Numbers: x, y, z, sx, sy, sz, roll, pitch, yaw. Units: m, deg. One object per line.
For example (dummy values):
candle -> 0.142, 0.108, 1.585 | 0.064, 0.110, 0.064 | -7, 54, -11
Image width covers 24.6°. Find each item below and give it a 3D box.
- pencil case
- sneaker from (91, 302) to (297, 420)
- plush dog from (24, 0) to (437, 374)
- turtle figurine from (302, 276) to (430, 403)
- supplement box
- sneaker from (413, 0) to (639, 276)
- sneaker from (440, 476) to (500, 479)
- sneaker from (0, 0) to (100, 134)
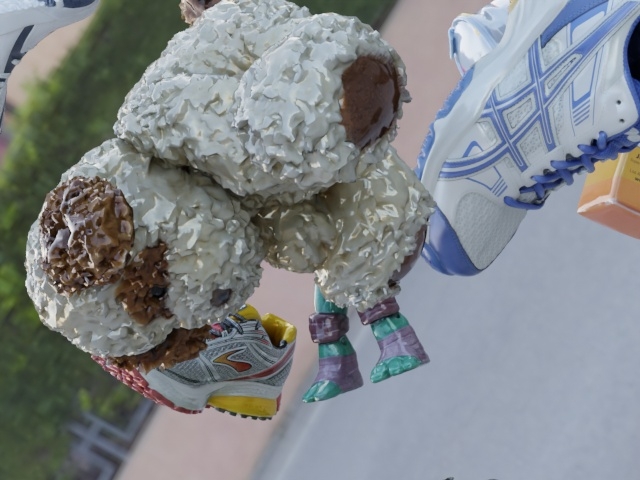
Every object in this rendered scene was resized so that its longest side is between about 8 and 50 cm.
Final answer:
pencil case -> 0.278, -0.254, 1.635 | 0.273, 0.124, 0.113 | -30, -25, -16
sneaker -> -0.100, 0.087, 1.202 | 0.225, 0.088, 0.093 | 13, -79, -58
plush dog -> -0.077, -0.029, 0.854 | 0.225, 0.210, 0.262 | -45, -23, -11
turtle figurine -> 0.000, 0.000, 1.127 | 0.118, 0.234, 0.175 | -17, -6, -29
supplement box -> 0.313, -0.123, 1.351 | 0.078, 0.080, 0.233 | 158, 131, -72
sneaker -> 0.166, -0.085, 1.002 | 0.112, 0.131, 0.296 | -10, -49, -54
sneaker -> 0.059, 0.262, 1.173 | 0.202, 0.185, 0.483 | -38, -19, 21
sneaker -> -0.292, -0.164, 1.336 | 0.235, 0.153, 0.094 | -15, 44, 8
